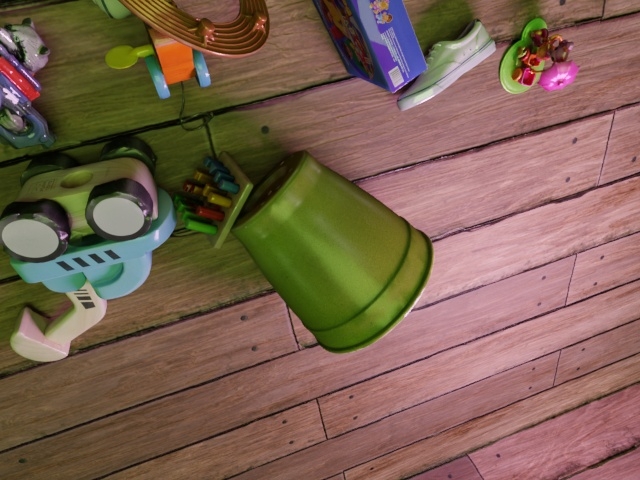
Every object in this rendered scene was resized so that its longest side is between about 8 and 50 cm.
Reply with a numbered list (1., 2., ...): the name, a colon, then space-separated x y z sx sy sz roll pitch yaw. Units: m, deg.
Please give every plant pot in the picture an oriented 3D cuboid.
1. plant pot: 0.000 0.000 0.935 0.366 0.366 0.353 -44 111 8

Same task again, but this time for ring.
1. ring: -0.209 -0.425 0.616 0.336 0.337 0.032 31 138 -31

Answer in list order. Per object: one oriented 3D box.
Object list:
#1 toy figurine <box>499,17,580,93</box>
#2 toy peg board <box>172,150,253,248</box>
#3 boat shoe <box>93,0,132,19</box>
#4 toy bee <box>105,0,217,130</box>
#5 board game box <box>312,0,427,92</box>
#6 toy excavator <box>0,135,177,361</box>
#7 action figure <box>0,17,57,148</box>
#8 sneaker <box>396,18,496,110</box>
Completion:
1. toy figurine: 0.532 -0.419 0.960 0.130 0.159 0.173 3 117 -21
2. toy peg board: -0.238 -0.097 0.868 0.079 0.161 0.161 15 114 -43
3. boat shoe: -0.422 -0.506 0.595 0.156 0.136 0.367 -22 120 -6
4. toy bee: -0.276 -0.328 0.725 0.195 0.298 0.162 -21 86 -34
5. board game box: 0.043 -0.453 0.726 0.078 0.233 0.347 -34 124 2
6. toy excavator: -0.497 0.061 0.868 0.432 0.222 0.446 -15 131 -9
7. action figure: -0.605 -0.281 0.637 0.330 0.179 0.341 -23 152 -12
8. sneaker: 0.269 -0.397 0.936 0.258 0.094 0.091 -37 106 -1
